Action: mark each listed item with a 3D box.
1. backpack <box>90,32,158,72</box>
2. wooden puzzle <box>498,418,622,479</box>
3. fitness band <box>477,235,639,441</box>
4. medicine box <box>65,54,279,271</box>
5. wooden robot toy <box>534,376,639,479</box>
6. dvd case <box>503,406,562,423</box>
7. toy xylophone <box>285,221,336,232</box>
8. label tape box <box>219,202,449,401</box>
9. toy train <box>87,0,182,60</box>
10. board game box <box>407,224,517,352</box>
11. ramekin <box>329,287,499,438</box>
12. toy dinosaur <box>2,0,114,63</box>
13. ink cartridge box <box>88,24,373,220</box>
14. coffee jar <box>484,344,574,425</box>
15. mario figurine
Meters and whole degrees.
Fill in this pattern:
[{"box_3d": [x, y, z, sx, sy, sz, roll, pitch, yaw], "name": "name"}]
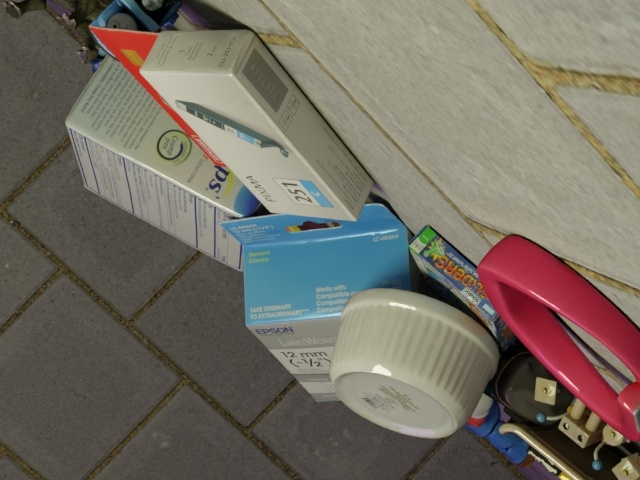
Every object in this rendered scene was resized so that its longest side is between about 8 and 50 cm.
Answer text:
[{"box_3d": [-0.312, -0.303, 2.040, 0.173, 0.117, 0.158, 46, 176, -19], "name": "backpack"}, {"box_3d": [0.358, 0.304, 1.665, 0.239, 0.044, 0.221, 34, -169, 28], "name": "wooden puzzle"}, {"box_3d": [0.241, 0.092, 1.229, 0.209, 0.054, 0.291, 45, 176, 23], "name": "fitness band"}, {"box_3d": [-0.195, -0.112, 1.868, 0.289, 0.149, 0.263, 28, 163, 4], "name": "medicine box"}, {"box_3d": [0.341, 0.219, 1.582, 0.079, 0.076, 0.173, -6, -142, -47], "name": "wooden robot toy"}, {"box_3d": [0.391, 0.317, 1.851, 0.253, 0.022, 0.180, 41, -167, 36], "name": "dvd case"}, {"box_3d": [-0.083, -0.074, 2.354, 0.236, 0.081, 0.322, 37, 173, 45], "name": "toy xylophone"}, {"box_3d": [0.038, 0.093, 1.776, 0.249, 0.115, 0.347, -7, 146, 26], "name": "label tape box"}, {"box_3d": [-0.232, -0.276, 1.615, 0.080, 0.105, 0.184, 44, 176, -14], "name": "toy train"}, {"box_3d": [0.178, 0.062, 1.587, 0.136, 0.035, 0.201, 42, 176, 20], "name": "board game box"}, {"box_3d": [0.110, 0.160, 1.622, 0.207, 0.109, 0.207, 18, 152, 10], "name": "ramekin"}, {"box_3d": [-0.347, -0.358, 1.867, 0.314, 0.160, 0.121, 32, 144, -12], "name": "toy dinosaur"}, {"box_3d": [-0.114, -0.135, 1.535, 0.261, 0.066, 0.296, 8, 153, 37], "name": "ink cartridge box"}, {"box_3d": [0.260, 0.183, 1.705, 0.096, 0.079, 0.184, 36, 178, -12], "name": "coffee jar"}, {"box_3d": [0.303, 0.299, 2.496, 0.320, 0.170, 0.198, 34, 144, -25], "name": "mario figurine"}]
